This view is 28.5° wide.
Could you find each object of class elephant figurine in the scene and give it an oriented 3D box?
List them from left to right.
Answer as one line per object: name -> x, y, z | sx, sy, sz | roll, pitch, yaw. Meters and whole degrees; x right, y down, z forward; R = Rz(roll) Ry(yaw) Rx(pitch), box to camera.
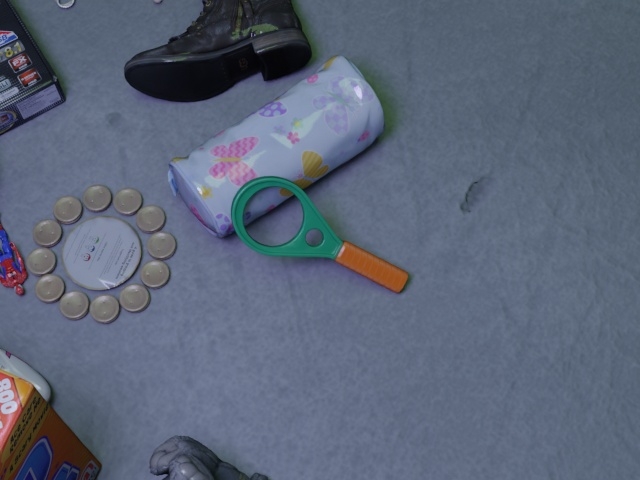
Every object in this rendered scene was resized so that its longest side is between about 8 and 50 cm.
elephant figurine -> -0.182, 0.336, 1.347 | 0.239, 0.169, 0.186 | -45, 117, 8

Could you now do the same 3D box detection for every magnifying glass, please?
magnifying glass -> 0.000, 0.000, 1.497 | 0.231, 0.026, 0.092 | 27, 94, -12

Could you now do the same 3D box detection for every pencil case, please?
pencil case -> -0.052, -0.118, 1.548 | 0.273, 0.113, 0.124 | -35, 66, -12

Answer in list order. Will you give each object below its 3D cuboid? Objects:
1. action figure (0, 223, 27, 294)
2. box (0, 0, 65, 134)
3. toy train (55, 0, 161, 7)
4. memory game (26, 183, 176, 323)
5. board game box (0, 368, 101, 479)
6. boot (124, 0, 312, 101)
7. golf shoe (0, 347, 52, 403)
action figure -> -0.389, 0.018, 1.547 | 0.038, 0.030, 0.115 | -25, 71, -14
box -> -0.499, -0.211, 1.625 | 0.270, 0.060, 0.216 | -29, 71, -10
toy train -> -0.282, -0.372, 1.693 | 0.166, 0.046, 0.125 | -10, 68, -3
memory game -> -0.270, 0.015, 1.553 | 0.186, 0.012, 0.186 | 0, 67, 1
board game box -> -0.484, 0.283, 1.262 | 0.356, 0.356, 0.356 | 21, 70, 9
boot -> -0.141, -0.308, 1.653 | 0.263, 0.091, 0.229 | -11, 63, -8
golf shoe -> -0.400, 0.147, 1.464 | 0.186, 0.086, 0.067 | 24, 69, 9
